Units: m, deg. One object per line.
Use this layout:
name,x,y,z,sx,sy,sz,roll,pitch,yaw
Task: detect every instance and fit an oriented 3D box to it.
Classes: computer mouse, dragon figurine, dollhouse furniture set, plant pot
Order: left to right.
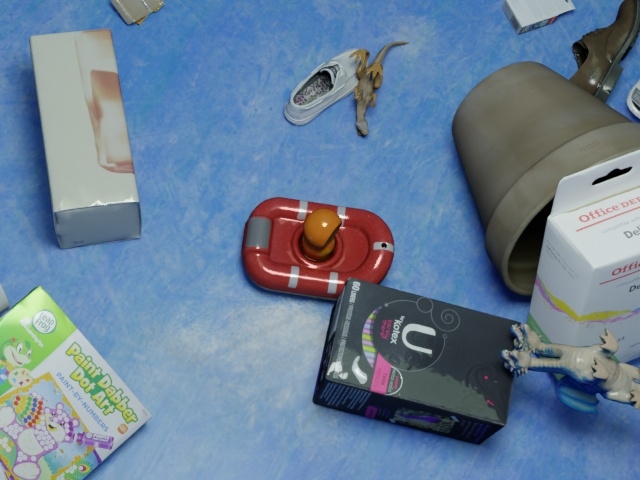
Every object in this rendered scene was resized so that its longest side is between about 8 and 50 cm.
dollhouse furniture set,-0.339,-0.428,1.982,0.076,0.058,0.152,-41,99,-29
plant pot,0.351,-0.120,1.839,0.323,0.323,0.280,-20,57,-17
dragon figurine,0.391,0.196,1.681,0.289,0.144,0.085,30,67,-22
computer mouse,0.588,-0.269,2.063,0.106,0.042,0.193,45,62,5

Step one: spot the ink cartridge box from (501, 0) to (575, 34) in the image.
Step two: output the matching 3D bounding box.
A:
ink cartridge box,0.386,-0.411,2.092,0.115,0.029,0.063,-20,72,-18

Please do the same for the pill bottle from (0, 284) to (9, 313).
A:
pill bottle,-0.583,0.110,1.649,0.272,0.152,0.152,-29,75,-20

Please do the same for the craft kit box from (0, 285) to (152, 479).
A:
craft kit box,-0.406,0.235,1.642,0.246,0.061,0.250,-43,99,-24

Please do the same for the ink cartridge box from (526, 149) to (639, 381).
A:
ink cartridge box,0.433,0.040,1.729,0.207,0.353,0.119,-20,50,-16

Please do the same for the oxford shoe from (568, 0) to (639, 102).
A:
oxford shoe,0.495,-0.345,2.055,0.096,0.083,0.227,27,65,7

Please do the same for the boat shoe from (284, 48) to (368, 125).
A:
boat shoe,0.012,-0.264,1.950,0.184,0.063,0.066,-36,78,-21

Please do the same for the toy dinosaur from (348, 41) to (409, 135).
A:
toy dinosaur,0.084,-0.278,1.960,0.064,0.112,0.211,18,71,12

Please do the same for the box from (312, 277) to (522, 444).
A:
box,0.141,0.181,1.745,0.270,0.143,0.165,14,67,-4

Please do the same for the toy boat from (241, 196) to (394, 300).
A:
toy boat,0.000,0.000,1.791,0.231,0.151,0.151,8,67,-6

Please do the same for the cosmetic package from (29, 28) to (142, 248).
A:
cosmetic package,-0.356,-0.155,1.797,0.129,0.153,0.296,-8,71,-11
